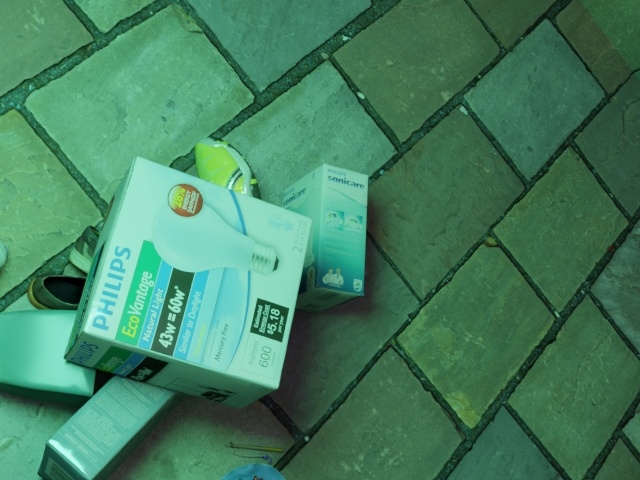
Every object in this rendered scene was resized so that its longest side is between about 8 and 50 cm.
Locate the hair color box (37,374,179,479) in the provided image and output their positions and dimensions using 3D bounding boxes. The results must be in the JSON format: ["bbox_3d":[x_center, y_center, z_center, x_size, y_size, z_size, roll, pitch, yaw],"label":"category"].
[{"bbox_3d":[-0.374,0.330,1.815,0.114,0.185,0.374,40,53,5],"label":"hair color box"}]

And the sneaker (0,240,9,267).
[{"bbox_3d":[-0.752,-0.023,1.804,0.305,0.114,0.152,35,25,-4],"label":"sneaker"}]

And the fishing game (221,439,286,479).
[{"bbox_3d":[-0.140,0.573,1.991,0.189,0.041,0.264,16,68,-22],"label":"fishing game"}]

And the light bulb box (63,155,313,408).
[{"bbox_3d":[-0.246,0.087,1.735,0.361,0.225,0.357,19,64,-17],"label":"light bulb box"}]

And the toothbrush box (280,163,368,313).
[{"bbox_3d":[0.000,0.000,2.141,0.126,0.216,0.295,12,68,-27],"label":"toothbrush box"}]

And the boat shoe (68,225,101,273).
[{"bbox_3d":[-0.389,0.057,1.896,0.285,0.092,0.103,26,14,20],"label":"boat shoe"}]

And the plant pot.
[{"bbox_3d":[-0.554,0.221,1.792,0.234,0.165,0.165,8,71,-14],"label":"plant pot"}]

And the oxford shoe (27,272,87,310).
[{"bbox_3d":[-0.461,0.130,1.908,0.271,0.098,0.096,14,69,-25],"label":"oxford shoe"}]

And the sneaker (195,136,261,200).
[{"bbox_3d":[-0.216,-0.052,2.078,0.147,0.145,0.384,-15,81,-33],"label":"sneaker"}]
